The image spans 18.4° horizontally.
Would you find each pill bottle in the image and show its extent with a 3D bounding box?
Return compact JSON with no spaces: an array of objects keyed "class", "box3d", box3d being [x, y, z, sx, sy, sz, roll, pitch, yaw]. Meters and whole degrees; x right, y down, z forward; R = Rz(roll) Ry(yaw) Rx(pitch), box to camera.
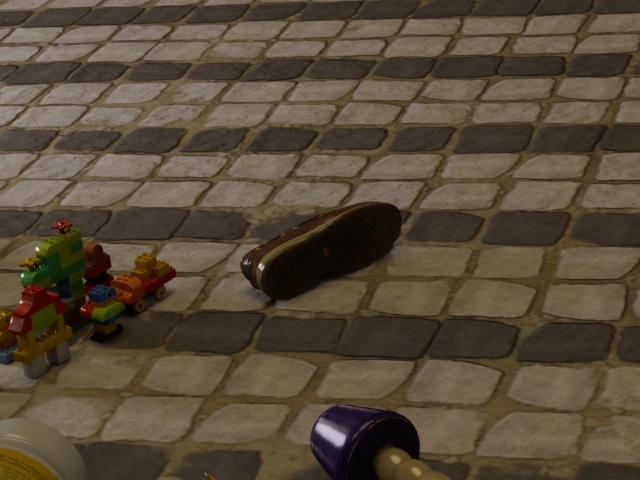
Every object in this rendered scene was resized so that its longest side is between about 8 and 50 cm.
[{"class":"pill bottle","box3d":[-0.244,0.220,1.420,0.119,0.119,0.208,-1,24,13]}]

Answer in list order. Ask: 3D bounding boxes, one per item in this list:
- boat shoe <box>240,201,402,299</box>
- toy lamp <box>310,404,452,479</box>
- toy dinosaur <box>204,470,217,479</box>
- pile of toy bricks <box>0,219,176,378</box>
[{"class":"boat shoe","box3d":[0.000,0.000,1.934,0.178,0.064,0.060,-24,30,-30]},{"class":"toy lamp","box3d":[0.091,0.190,1.456,0.080,0.080,0.274,-21,29,-30]},{"class":"toy dinosaur","box3d":[-0.099,0.233,1.445,0.112,0.064,0.211,-36,23,-19]},{"class":"pile of toy bricks","box3d":[-0.242,0.034,1.869,0.118,0.105,0.212,11,29,36]}]
